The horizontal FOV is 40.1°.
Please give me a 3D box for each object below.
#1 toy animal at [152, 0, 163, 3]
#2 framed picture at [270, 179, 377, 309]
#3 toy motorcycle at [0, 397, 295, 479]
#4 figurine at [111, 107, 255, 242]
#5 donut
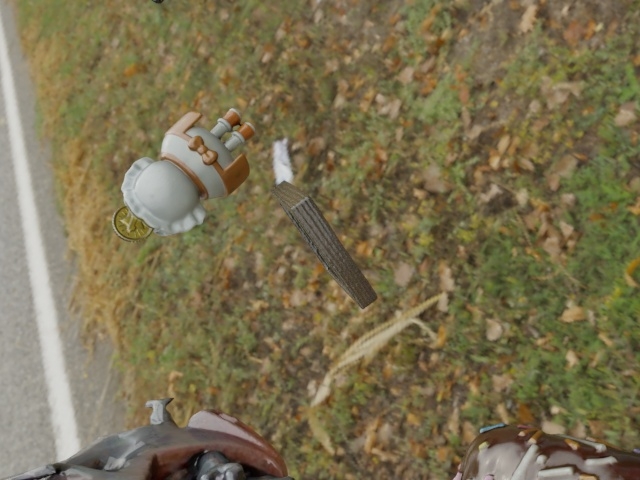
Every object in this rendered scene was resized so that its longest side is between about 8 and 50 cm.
[{"bbox_3d":[-0.134,-0.272,0.708,0.202,0.105,0.070,-27,49,38],"label":"toy animal"},{"bbox_3d":[0.000,0.000,0.940,0.023,0.128,0.168,-35,14,-3],"label":"framed picture"},{"bbox_3d":[-0.102,0.124,0.383,0.118,0.212,0.084,-34,-67,-80],"label":"toy motorcycle"},{"bbox_3d":[-0.204,-0.099,1.325,0.143,0.143,0.271,-26,16,49],"label":"figurine"},{"bbox_3d":[0.197,0.183,0.589,0.235,0.235,0.089,-2,71,58],"label":"donut"}]
